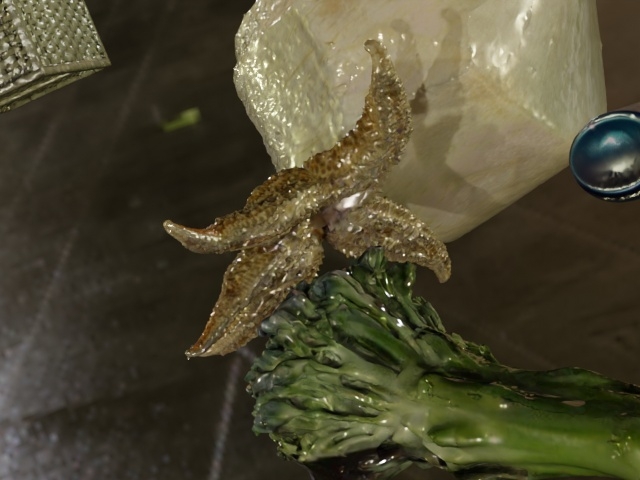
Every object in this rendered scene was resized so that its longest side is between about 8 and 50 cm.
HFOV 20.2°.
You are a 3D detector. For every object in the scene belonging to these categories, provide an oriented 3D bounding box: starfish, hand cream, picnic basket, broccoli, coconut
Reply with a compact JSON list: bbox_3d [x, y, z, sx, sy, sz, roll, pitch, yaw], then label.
[{"bbox_3d":[-0.024,0.007,1.644,0.293,0.301,0.084,-37,51,-18],"label":"starfish"},{"bbox_3d":[0.283,-0.082,1.163,0.271,0.061,0.120,-18,-2,-35],"label":"hand cream"},{"bbox_3d":[-0.315,-0.210,1.741,0.134,0.154,0.196,-23,4,15],"label":"picnic basket"},{"bbox_3d":[0.102,0.101,1.147,0.304,0.145,0.165,13,50,34],"label":"broccoli"},{"bbox_3d":[0.118,-0.209,1.893,0.415,0.415,0.345,-5,-1,29],"label":"coconut"}]
